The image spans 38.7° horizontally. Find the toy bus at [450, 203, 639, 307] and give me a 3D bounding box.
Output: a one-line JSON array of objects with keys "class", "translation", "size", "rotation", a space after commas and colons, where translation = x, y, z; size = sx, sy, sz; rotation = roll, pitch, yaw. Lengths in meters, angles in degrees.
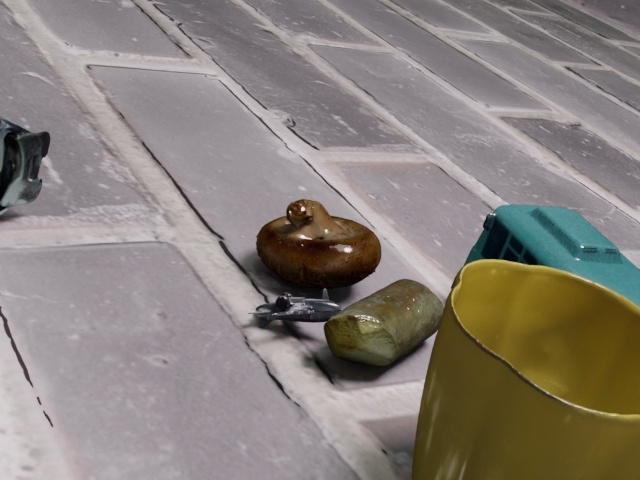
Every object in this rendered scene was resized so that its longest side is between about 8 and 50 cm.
[{"class": "toy bus", "translation": [0.245, 0.072, 0.879], "size": [0.128, 0.147, 0.256], "rotation": [6, 29, -26]}]

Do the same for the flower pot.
[{"class": "flower pot", "translation": [0.154, 0.136, 0.661], "size": [0.195, 0.179, 0.195], "rotation": [15, 25, -7]}]

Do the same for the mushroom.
[{"class": "mushroom", "translation": [-0.002, 0.008, 0.923], "size": [0.126, 0.085, 0.109], "rotation": [14, -7, 27]}]

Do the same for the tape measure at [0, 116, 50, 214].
[{"class": "tape measure", "translation": [-0.419, -0.092, 0.796], "size": [0.256, 0.147, 0.275], "rotation": [27, 27, 19]}]

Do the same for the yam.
[{"class": "yam", "translation": [0.061, 0.080, 0.841], "size": [0.070, 0.069, 0.146], "rotation": [30, 30, 24]}]

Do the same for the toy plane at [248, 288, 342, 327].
[{"class": "toy plane", "translation": [-0.022, 0.063, 0.837], "size": [0.083, 0.031, 0.078], "rotation": [-8, 2, 7]}]
